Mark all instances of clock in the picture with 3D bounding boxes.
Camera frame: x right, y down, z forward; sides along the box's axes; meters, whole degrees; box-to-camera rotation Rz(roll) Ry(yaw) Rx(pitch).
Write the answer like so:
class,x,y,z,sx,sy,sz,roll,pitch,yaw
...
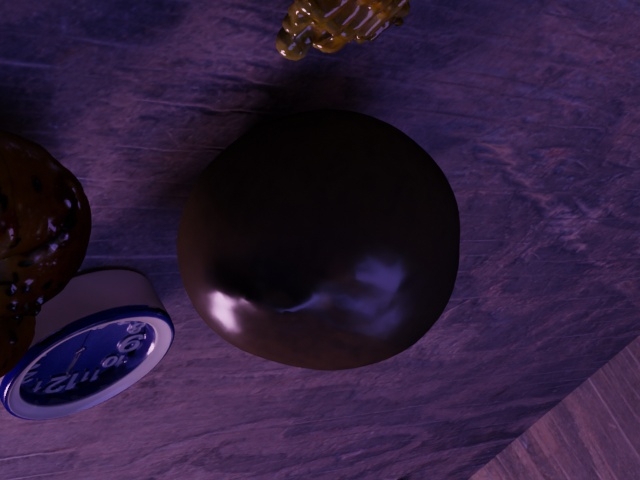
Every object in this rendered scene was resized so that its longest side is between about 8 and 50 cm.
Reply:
class,x,y,z,sx,sy,sz,roll,pitch,yaw
clock,-0.300,0.130,1.726,0.230,0.083,0.230,-26,157,-12

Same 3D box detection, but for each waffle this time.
class,x,y,z,sx,sy,sz,roll,pitch,yaw
waffle,0.090,-0.292,1.330,0.312,0.060,0.307,-32,167,-43

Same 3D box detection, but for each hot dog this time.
class,x,y,z,sx,sy,sz,roll,pitch,yaw
hot dog,-0.393,0.044,1.293,0.367,0.196,0.365,-51,156,16

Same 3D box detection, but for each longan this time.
class,x,y,z,sx,sy,sz,roll,pitch,yaw
longan,0.000,0.000,1.567,0.319,0.319,0.319,-25,155,-13
